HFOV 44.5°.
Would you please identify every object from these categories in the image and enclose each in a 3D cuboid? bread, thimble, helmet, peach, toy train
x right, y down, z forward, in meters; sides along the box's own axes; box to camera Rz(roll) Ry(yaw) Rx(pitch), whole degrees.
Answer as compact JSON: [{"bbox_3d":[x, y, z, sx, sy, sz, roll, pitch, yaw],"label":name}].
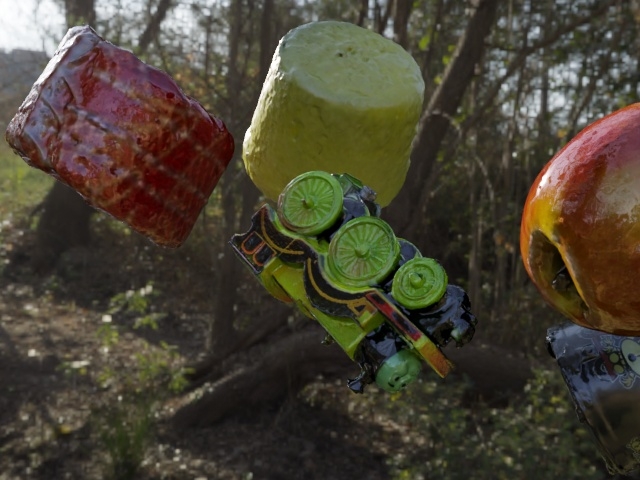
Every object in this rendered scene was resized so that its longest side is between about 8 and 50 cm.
[{"bbox_3d":[0.035,-0.241,1.548,0.348,0.308,0.348,11,41,-10],"label":"bread"},{"bbox_3d":[-0.319,-0.158,1.268,0.350,0.231,0.350,31,-7,4],"label":"thimble"},{"bbox_3d":[0.454,0.214,1.156,0.160,0.230,0.279,-31,-45,20],"label":"helmet"},{"bbox_3d":[0.368,-0.023,0.884,0.281,0.281,0.238,1,15,-23],"label":"peach"},{"bbox_3d":[0.000,0.000,1.069,0.060,0.202,0.081,24,20,-45],"label":"toy train"},{"bbox_3d":[0.033,0.044,0.846,0.296,0.160,0.100,42,-2,38],"label":"toy train"}]
